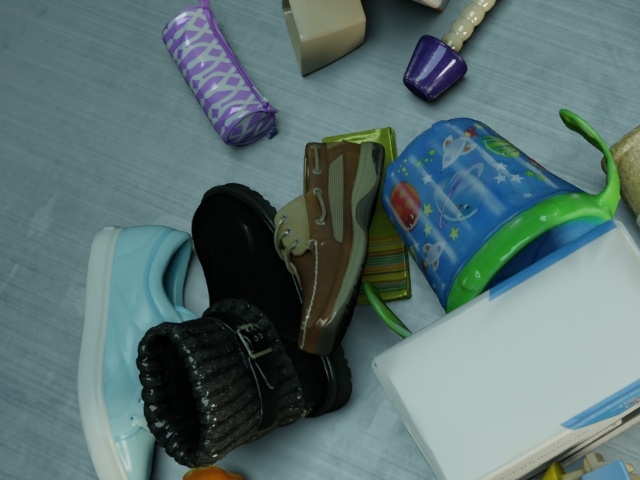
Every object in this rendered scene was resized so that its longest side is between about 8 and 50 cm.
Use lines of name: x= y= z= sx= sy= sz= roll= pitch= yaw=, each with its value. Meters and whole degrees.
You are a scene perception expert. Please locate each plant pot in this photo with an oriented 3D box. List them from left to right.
plant pot: x=0.006 y=-0.304 z=1.770 sx=0.096 sy=0.109 sz=0.109 roll=-15 pitch=72 yaw=-5

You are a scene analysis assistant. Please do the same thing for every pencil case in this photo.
pencil case: x=-0.138 y=-0.225 z=1.782 sx=0.088 sy=0.086 sz=0.206 roll=-46 pitch=68 yaw=34

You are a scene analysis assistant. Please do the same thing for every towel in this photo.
towel: x=0.059 y=-0.033 z=1.722 sx=0.102 sy=0.021 sz=0.237 roll=-7 pitch=73 yaw=9

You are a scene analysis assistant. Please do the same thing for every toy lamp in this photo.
toy lamp: x=0.208 y=-0.305 z=1.736 sx=0.080 sy=0.080 sz=0.275 roll=36 pitch=86 yaw=19

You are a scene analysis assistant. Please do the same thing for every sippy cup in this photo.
sippy cup: x=0.198 y=-0.025 z=1.596 sx=0.305 sy=0.240 sz=0.224 roll=-23 pitch=57 yaw=-26

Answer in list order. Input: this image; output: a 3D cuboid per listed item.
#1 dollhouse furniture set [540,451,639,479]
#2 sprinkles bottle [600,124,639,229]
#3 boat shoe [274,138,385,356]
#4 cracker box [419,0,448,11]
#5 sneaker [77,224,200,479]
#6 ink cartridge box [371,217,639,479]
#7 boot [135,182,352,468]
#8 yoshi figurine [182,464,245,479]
dollhouse furniture set: x=0.323 y=0.394 z=1.421 sx=0.198 sy=0.286 sz=0.303 roll=-28 pitch=69 yaw=19
sprinkles bottle: x=0.473 y=0.022 z=1.565 sx=0.121 sy=0.121 sz=0.355 roll=-28 pitch=70 yaw=3
boat shoe: x=0.000 y=0.000 z=1.606 sx=0.119 sy=0.123 sz=0.324 roll=12 pitch=46 yaw=1
cracker box: x=0.076 y=-0.370 z=1.698 sx=0.155 sy=0.232 sz=0.067 roll=27 pitch=98 yaw=18
sneaker: x=-0.219 y=0.147 z=1.674 sx=0.150 sy=0.135 sz=0.366 roll=-7 pitch=74 yaw=14
ink cartridge box: x=0.241 y=0.156 z=1.435 sx=0.285 sy=0.395 sz=0.166 roll=-31 pitch=73 yaw=3
boot: x=-0.128 y=0.090 z=1.593 sx=0.131 sy=0.260 sz=0.348 roll=-47 pitch=65 yaw=41
yoshi figurine: x=-0.124 y=0.472 z=1.571 sx=0.203 sy=0.203 sz=0.362 roll=4 pitch=53 yaw=-30
